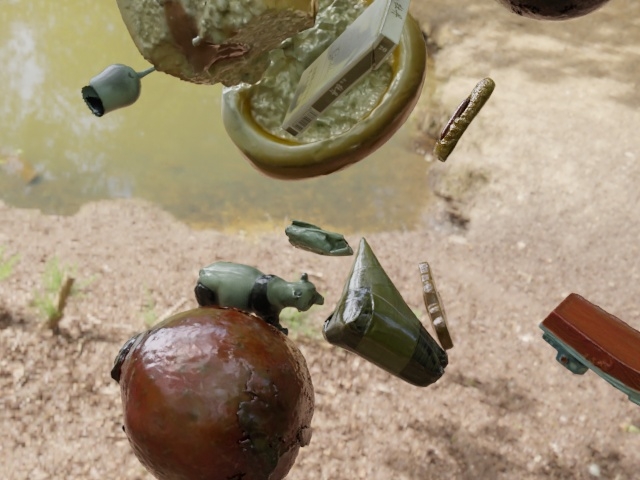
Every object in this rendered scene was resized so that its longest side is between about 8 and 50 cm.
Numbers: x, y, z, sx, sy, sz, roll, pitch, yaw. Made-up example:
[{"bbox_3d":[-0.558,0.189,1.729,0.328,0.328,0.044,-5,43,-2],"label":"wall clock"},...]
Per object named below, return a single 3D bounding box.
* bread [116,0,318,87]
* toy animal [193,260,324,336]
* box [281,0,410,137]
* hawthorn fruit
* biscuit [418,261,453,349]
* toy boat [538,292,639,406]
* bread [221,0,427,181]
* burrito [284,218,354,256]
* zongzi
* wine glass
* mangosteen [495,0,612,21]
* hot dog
[{"bbox_3d":[-0.131,-0.311,1.038,0.211,0.184,0.224,58,26,2],"label":"bread"},{"bbox_3d":[-0.103,0.091,1.439,0.225,0.121,0.094,11,53,22],"label":"toy animal"},{"bbox_3d":[0.030,-0.207,0.998,0.029,0.198,0.109,33,49,-20],"label":"box"},{"bbox_3d":[-0.159,0.233,1.270,0.316,0.316,0.316,10,30,-6],"label":"hawthorn fruit"},{"bbox_3d":[0.292,0.175,2.194,0.044,0.186,0.295,-21,18,9],"label":"biscuit"},{"bbox_3d":[0.636,0.265,1.890,0.332,0.133,0.145,36,44,25],"label":"toy boat"},{"bbox_3d":[0.002,-0.301,1.691,0.329,0.424,0.245,47,-6,-5],"label":"bread"},{"bbox_3d":[0.000,0.002,1.503,0.118,0.074,0.044,17,65,23],"label":"burrito"},{"bbox_3d":[0.182,0.166,2.059,0.289,0.154,0.317,31,51,-14],"label":"zongzi"},{"bbox_3d":[-0.330,-0.291,1.545,0.079,0.079,0.195,33,53,31],"label":"wine glass"},{"bbox_3d":[0.404,-0.532,1.489,0.297,0.293,0.297,-9,56,13],"label":"mangosteen"},{"bbox_3d":[0.318,-0.273,1.929,0.047,0.215,0.066,34,4,-10],"label":"hot dog"}]
